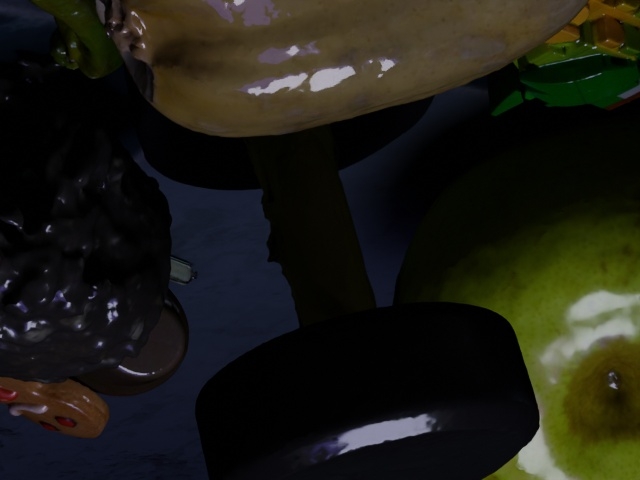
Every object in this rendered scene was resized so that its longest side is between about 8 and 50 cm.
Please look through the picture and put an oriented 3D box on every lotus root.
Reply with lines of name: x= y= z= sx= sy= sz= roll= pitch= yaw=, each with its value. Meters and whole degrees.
lotus root: x=0.042 y=-0.161 z=0.881 sx=0.342 sy=0.151 sz=0.169 roll=-17 pitch=121 yaw=-14

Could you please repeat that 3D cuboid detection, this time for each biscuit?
biscuit: x=-0.278 y=0.099 z=1.277 sx=0.250 sy=0.036 sz=0.165 roll=33 pitch=152 yaw=-25

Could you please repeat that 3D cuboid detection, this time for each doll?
doll: x=0.150 y=-0.146 z=1.041 sx=0.134 sy=0.106 sz=0.186 roll=-9 pitch=159 yaw=18

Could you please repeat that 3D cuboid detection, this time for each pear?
pear: x=0.242 y=0.070 z=1.298 sx=0.391 sy=0.391 sz=0.391 roll=-12 pitch=157 yaw=-5

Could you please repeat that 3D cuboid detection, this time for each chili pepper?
chili pepper: x=-0.148 y=-0.157 z=0.890 sx=0.073 sy=0.072 sz=0.204 roll=-25 pitch=153 yaw=2

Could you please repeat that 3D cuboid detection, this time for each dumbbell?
dumbbell: x=0.000 y=0.000 z=1.010 sx=0.203 sy=0.322 sz=0.204 roll=-12 pitch=157 yaw=-5

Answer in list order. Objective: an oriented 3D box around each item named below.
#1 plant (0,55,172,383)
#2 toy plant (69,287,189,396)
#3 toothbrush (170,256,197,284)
plant: x=-0.212 y=-0.012 z=1.058 sx=0.204 sy=0.178 sz=0.234 roll=-13 pitch=149 yaw=27
toy plant: x=-0.170 y=0.073 z=1.328 sx=0.143 sy=0.105 sz=0.200 roll=16 pitch=178 yaw=-22
toothbrush: x=-0.185 y=-0.003 z=1.276 sx=0.028 sy=0.026 sz=0.294 roll=-7 pitch=163 yaw=33
